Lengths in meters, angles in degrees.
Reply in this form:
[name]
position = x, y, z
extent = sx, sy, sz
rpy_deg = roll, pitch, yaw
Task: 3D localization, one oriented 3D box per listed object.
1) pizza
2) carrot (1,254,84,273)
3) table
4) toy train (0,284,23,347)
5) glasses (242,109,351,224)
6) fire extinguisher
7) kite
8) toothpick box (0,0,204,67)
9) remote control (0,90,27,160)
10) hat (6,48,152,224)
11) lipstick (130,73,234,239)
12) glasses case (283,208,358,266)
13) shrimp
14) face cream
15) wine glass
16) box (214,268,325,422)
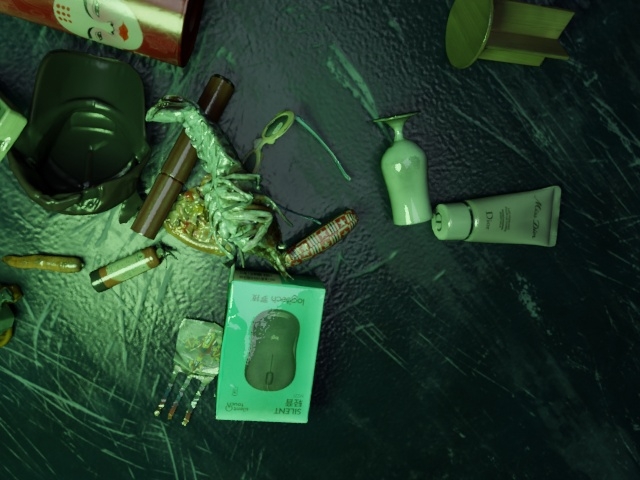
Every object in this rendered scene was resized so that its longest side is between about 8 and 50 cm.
[pizza]
position = -0.233, -0.072, 1.128
extent = 0.185, 0.052, 0.195
rpy_deg = 26, 96, -13
[carrot]
position = -0.574, 0.045, 1.109
extent = 0.164, 0.036, 0.036
rpy_deg = 6, 98, -6
[table]
position = 0.401, -0.432, 1.119
extent = 0.226, 0.167, 0.167
rpy_deg = 1, 99, -17
[toy train]
position = -0.785, 0.168, 1.039
extent = 0.368, 0.163, 0.232
rpy_deg = -31, 93, -2
[glasses]
position = -0.047, -0.144, 1.124
extent = 0.220, 0.088, 0.190
rpy_deg = 34, 92, -12
[fire extinguisher]
position = -0.389, 0.055, 1.126
extent = 0.177, 0.050, 0.062
rpy_deg = -24, 75, -3
[kite]
position = -0.284, 0.293, 1.195
extent = 0.141, 0.015, 0.245
rpy_deg = 26, 93, -13
[toothpick box]
position = -0.391, -0.461, 0.970
extent = 0.332, 0.204, 0.204
rpy_deg = 14, 97, -9
[remote control]
position = -0.620, -0.229, 0.967
extent = 0.123, 0.285, 0.038
rpy_deg = -53, 145, 3
[hat]
position = -0.452, -0.181, 1.043
extent = 0.237, 0.209, 0.337
rpy_deg = 8, 70, -19
[lipstick]
position = -0.276, -0.170, 1.085
extent = 0.057, 0.057, 0.357
rpy_deg = 29, 87, -11
[glasses case]
position = 0.000, 0.000, 1.159
extent = 0.194, 0.073, 0.049
rpy_deg = -33, 96, -2
[shrimp]
position = -0.178, -0.087, 1.024
extent = 0.165, 0.221, 0.411
rpy_deg = -24, 94, -37
[face cream]
position = 0.405, -0.049, 1.213
extent = 0.314, 0.089, 0.143
rpy_deg = -4, 100, -18
[wine glass]
position = 0.181, -0.153, 1.149
extent = 0.103, 0.103, 0.231
rpy_deg = -14, 104, -6
[box]
position = -0.112, 0.227, 1.155
extent = 0.204, 0.118, 0.312
rpy_deg = 7, 98, -10
